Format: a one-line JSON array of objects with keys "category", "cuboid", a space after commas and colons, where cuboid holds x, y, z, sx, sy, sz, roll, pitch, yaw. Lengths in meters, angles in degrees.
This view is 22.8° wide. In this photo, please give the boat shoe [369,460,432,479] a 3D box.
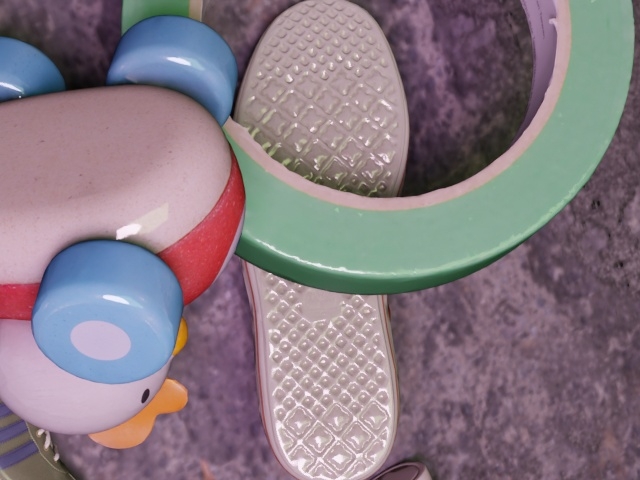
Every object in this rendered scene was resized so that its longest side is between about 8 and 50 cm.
[{"category": "boat shoe", "cuboid": [0.012, 0.239, 1.114, 0.206, 0.075, 0.065, -37, 107, -25]}]

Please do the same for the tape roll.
[{"category": "tape roll", "cuboid": [0.035, -0.128, 1.014, 0.321, 0.077, 0.321, 1, 79, -6]}]

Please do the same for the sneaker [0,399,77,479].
[{"category": "sneaker", "cuboid": [-0.198, 0.107, 0.994, 0.192, 0.064, 0.086, 40, 81, -22]}]

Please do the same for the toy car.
[{"category": "toy car", "cuboid": [-0.126, 0.034, 0.906, 0.219, 0.210, 0.238, -81, 160, -44]}]

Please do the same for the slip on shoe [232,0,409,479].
[{"category": "slip on shoe", "cuboid": [0.000, 0.000, 1.078, 0.123, 0.101, 0.331, -2, 83, -3]}]
